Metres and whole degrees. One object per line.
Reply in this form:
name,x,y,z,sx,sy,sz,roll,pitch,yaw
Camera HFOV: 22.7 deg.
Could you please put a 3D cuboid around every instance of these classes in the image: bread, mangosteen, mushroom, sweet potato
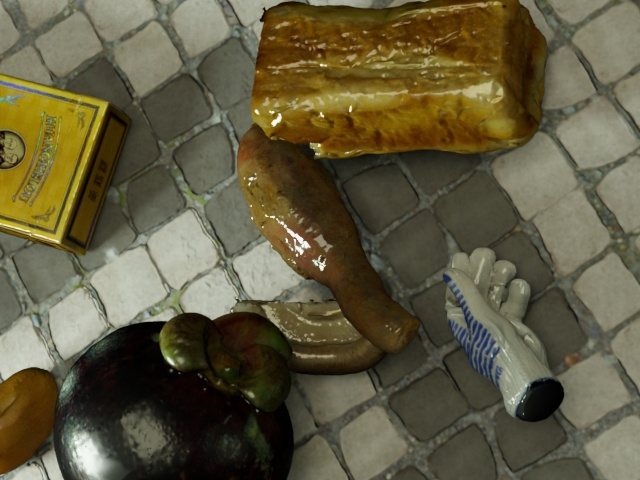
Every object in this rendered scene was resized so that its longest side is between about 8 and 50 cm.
bread,0.092,-0.192,1.888,0.344,0.149,0.195,1,63,17
mangosteen,-0.159,0.208,1.803,0.288,0.288,0.288,-4,77,16
mushroom,-0.003,0.112,1.886,0.210,0.072,0.094,-1,74,16
sweet potato,0.000,0.000,1.874,0.109,0.109,0.385,-38,56,5

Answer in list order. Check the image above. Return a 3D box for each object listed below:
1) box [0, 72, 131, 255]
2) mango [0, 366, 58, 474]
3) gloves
box,-0.416,-0.114,2.051,0.301,0.084,0.193,15,83,19
mango,-0.392,0.228,1.970,0.159,0.084,0.105,-41,76,5
gloves,0.200,0.103,1.806,0.097,0.119,0.229,-31,53,20
